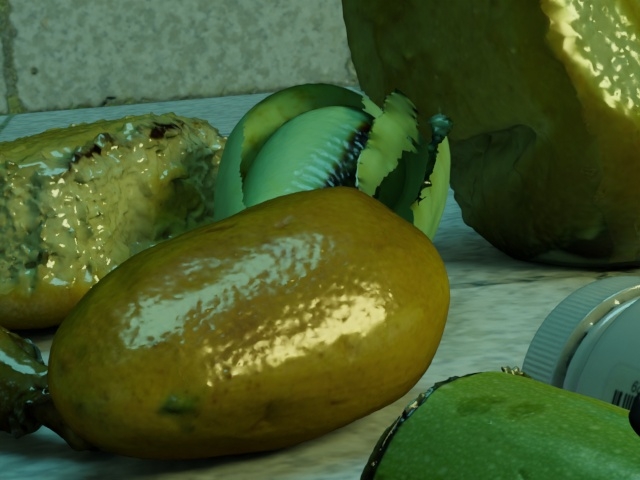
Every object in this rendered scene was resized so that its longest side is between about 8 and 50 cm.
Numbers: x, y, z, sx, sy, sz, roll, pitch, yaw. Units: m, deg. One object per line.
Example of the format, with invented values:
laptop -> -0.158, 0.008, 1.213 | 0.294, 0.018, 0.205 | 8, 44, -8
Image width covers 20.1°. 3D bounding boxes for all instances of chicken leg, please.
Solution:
chicken leg -> -0.185, 0.060, 0.893 | 0.207, 0.101, 0.085 | 25, 27, 27

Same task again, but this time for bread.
bread -> 0.236, -0.122, 1.280 | 0.395, 0.264, 0.239 | -12, 0, -37
bread -> -0.162, -0.014, 1.172 | 0.174, 0.121, 0.245 | -8, 11, 30

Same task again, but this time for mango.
mango -> -0.029, 0.039, 0.839 | 0.147, 0.109, 0.227 | 16, 25, 33

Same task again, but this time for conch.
conch -> 0.011, -0.016, 1.056 | 0.143, 0.137, 0.250 | -5, 11, -6

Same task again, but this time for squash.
squash -> 0.100, 0.096, 0.502 | 0.095, 0.095, 0.188 | -12, 14, -35

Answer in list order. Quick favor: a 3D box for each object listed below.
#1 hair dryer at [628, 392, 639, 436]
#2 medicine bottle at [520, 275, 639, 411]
hair dryer -> 0.120, 0.103, 0.368 | 0.128, 0.070, 0.255 | -10, 29, -23
medicine bottle -> 0.151, 0.068, 0.613 | 0.103, 0.102, 0.187 | -9, 10, -24
